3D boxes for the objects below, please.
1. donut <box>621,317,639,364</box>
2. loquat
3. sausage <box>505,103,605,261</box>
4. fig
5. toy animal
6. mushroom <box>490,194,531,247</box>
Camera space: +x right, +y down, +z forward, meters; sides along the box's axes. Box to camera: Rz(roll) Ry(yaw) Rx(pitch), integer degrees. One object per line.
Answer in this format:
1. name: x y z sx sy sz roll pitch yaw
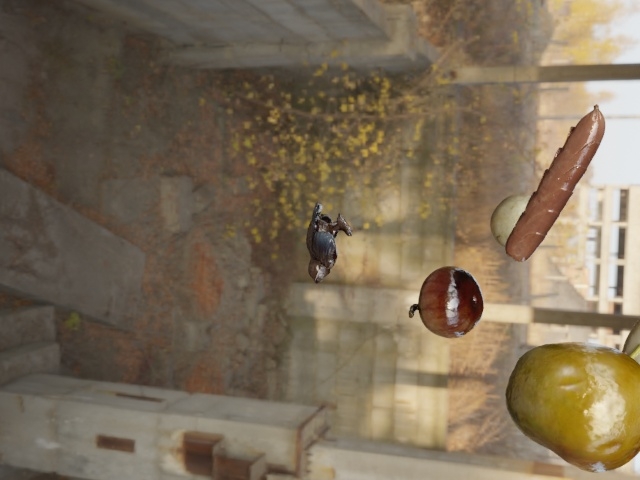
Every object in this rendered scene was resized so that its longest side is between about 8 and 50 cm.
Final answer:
1. donut: 0.814 0.280 1.623 0.382 0.142 0.383 -46 -146 44
2. loquat: 0.537 0.330 1.532 0.276 0.284 0.276 -24 124 -40
3. sausage: 0.550 -0.119 1.746 0.088 0.088 0.433 -58 171 -59
4. fig: 0.408 0.194 2.363 0.235 0.214 0.235 -1 92 -29
5. toy animal: -0.002 0.008 1.835 0.179 0.116 0.218 -61 -170 14
6. mushroom: 0.569 -0.048 2.123 0.127 0.166 0.166 38 55 -81
